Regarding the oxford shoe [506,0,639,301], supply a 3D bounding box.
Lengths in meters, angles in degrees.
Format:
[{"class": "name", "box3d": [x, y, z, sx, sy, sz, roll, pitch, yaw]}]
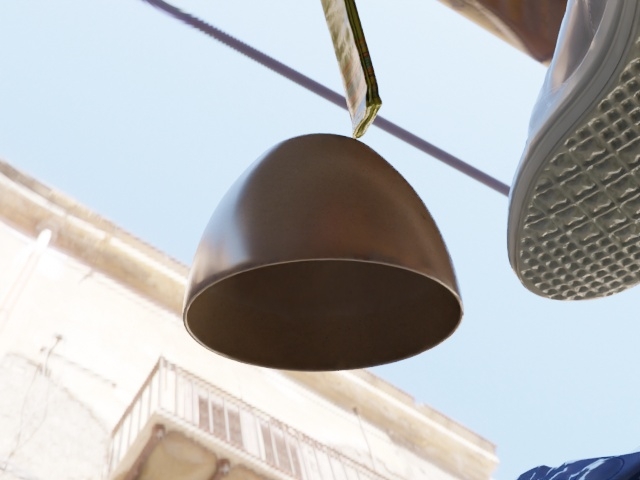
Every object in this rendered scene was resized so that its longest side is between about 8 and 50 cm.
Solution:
[{"class": "oxford shoe", "box3d": [0.237, -0.136, 0.733, 0.169, 0.130, 0.449, 1, -50, -6]}]

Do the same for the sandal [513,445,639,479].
[{"class": "sandal", "box3d": [0.176, 0.096, 0.390, 0.317, 0.138, 0.126, -26, -82, -4]}]

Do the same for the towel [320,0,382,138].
[{"class": "towel", "box3d": [0.027, -0.247, 1.233, 0.021, 0.102, 0.237, -9, -106, -16]}]

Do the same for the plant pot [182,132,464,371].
[{"class": "plant pot", "box3d": [0.000, 0.000, 1.071, 0.284, 0.284, 0.190, 2, -118, -8]}]
